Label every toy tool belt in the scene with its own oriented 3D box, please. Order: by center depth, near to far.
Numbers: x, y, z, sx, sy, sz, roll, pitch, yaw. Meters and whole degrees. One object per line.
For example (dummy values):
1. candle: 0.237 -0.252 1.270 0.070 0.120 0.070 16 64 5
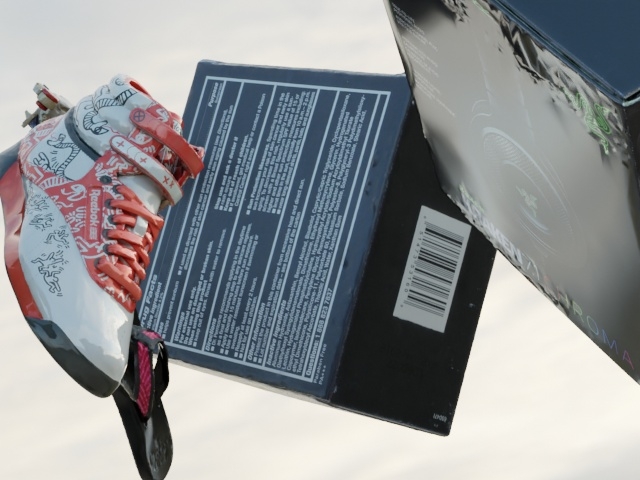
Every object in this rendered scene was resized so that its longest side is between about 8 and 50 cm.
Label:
1. toy tool belt: -0.254 -0.110 1.643 0.051 0.052 0.083 -48 -19 3

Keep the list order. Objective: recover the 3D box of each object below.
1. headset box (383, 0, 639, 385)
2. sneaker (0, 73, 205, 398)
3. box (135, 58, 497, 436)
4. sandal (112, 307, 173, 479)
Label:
1. headset box: 0.155 -0.087 0.959 0.131 0.246 0.283 -34 -40 -11
2. sneaker: -0.148 -0.018 1.258 0.145 0.270 0.090 -34 -50 8
3. box: 0.000 0.000 1.635 0.294 0.296 0.182 11 -7 44
4. sandal: -0.134 0.108 1.352 0.040 0.179 0.067 -3 29 23
